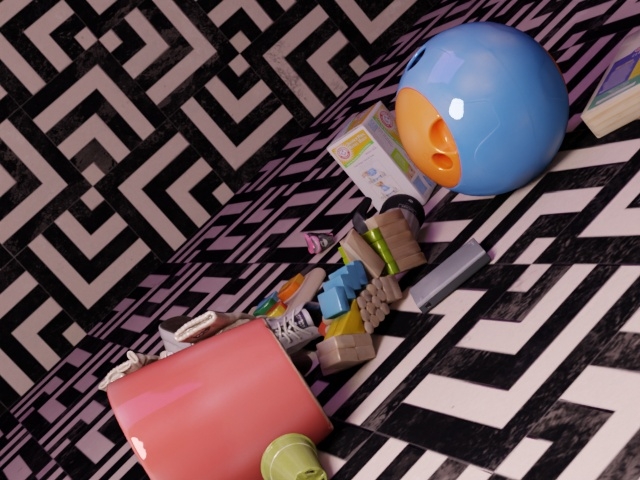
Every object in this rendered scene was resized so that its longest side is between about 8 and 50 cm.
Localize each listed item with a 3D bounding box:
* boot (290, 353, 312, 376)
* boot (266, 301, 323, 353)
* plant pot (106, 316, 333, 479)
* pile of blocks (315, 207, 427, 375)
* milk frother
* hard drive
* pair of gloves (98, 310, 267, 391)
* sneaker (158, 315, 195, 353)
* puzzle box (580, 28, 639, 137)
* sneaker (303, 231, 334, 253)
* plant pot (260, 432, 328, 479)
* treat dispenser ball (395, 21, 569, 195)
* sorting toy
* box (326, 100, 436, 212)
[{"bbox_3d":[-0.142,0.268,1.946,0.248,0.090,0.207,-43,-25,20],"label":"boot"},{"bbox_3d":[-0.073,0.151,2.051,0.123,0.095,0.258,-31,-7,23],"label":"boot"},{"bbox_3d":[-0.131,0.254,1.713,0.243,0.275,0.275,-32,13,-4],"label":"plant pot"},{"bbox_3d":[0.046,0.083,1.952,0.112,0.149,0.362,-30,17,39],"label":"pile of blocks"},{"bbox_3d":[0.115,0.002,2.179,0.135,0.129,0.143,-64,-16,-61],"label":"milk frother"},{"bbox_3d":[0.202,0.055,1.877,0.135,0.022,0.094,-39,13,5],"label":"hard drive"},{"bbox_3d":[-0.210,0.171,1.822,0.240,0.042,0.204,-33,-21,18],"label":"pair of gloves"},{"bbox_3d":[-0.215,0.241,2.348,0.106,0.123,0.290,-19,23,-27],"label":"sneaker"},{"bbox_3d":[0.617,-0.327,1.882,0.409,0.052,0.272,-28,19,46],"label":"puzzle box"},{"bbox_3d":[0.000,0.000,2.607,0.057,0.047,0.119,-23,11,-11],"label":"sneaker"},{"bbox_3d":[-0.027,0.310,1.597,0.083,0.083,0.079,-43,26,-9],"label":"plant pot"},{"bbox_3d":[0.267,-0.217,1.991,0.288,0.288,0.288,-38,13,11],"label":"treat dispenser ball"},{"bbox_3d":[-0.098,0.144,2.401,0.208,0.038,0.193,-31,16,35],"label":"sorting toy"},{"bbox_3d":[0.127,-0.155,2.372,0.103,0.203,0.114,-31,16,37],"label":"box"}]
